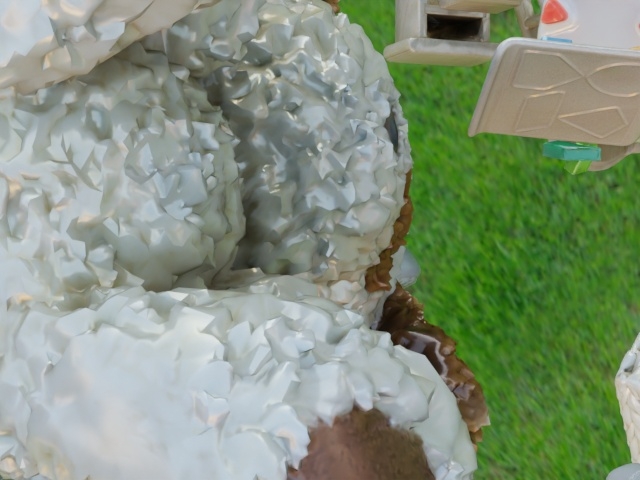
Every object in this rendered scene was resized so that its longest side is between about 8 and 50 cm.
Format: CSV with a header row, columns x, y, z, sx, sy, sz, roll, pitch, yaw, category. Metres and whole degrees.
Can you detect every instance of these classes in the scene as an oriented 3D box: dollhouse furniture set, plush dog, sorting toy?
x,y,z,sx,sy,sz,roll,pitch,yaw,category
0.140,-0.095,0.789,0.161,0.182,0.101,1,87,-20,dollhouse furniture set
-0.045,-0.015,0.497,0.210,0.225,0.262,-15,87,31,plush dog
0.081,-0.044,0.517,0.062,0.083,0.012,1,65,-5,sorting toy

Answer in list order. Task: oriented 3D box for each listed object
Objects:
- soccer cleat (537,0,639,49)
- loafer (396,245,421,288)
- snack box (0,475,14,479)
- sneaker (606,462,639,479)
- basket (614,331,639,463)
x,y,z,sx,sy,sz,roll,pitch,yaw,category
0.145,-0.141,0.688,0.068,0.076,0.196,16,107,26,soccer cleat
0.000,0.000,0.944,0.094,0.251,0.087,-18,88,-14,loafer
-0.244,0.085,0.829,0.060,0.187,0.322,-67,26,9,snack box
0.161,0.195,0.635,0.086,0.132,0.229,-12,98,-21,sneaker
0.261,0.109,0.975,0.103,0.167,0.113,19,58,33,basket
